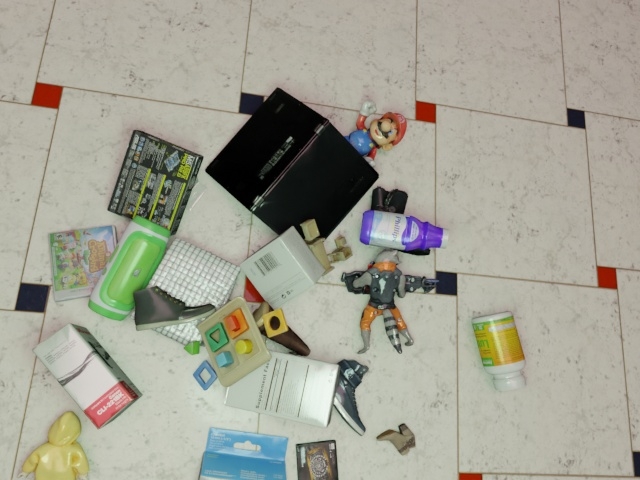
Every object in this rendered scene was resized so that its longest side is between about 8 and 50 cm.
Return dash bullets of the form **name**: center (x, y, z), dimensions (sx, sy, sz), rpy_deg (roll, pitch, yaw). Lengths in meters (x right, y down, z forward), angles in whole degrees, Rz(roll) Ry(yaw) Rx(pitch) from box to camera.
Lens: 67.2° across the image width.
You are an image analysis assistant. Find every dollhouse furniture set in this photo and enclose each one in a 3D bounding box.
- **dollhouse furniture set**: center (0.000, 0.000, 1.590), dimensions (0.161, 0.101, 0.181), rpy_deg (-32, 111, -39)

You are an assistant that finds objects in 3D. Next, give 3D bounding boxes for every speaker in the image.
- **speaker**: center (-0.560, 0.080, 1.417), dimensions (0.131, 0.131, 0.296), rpy_deg (27, 84, -4)

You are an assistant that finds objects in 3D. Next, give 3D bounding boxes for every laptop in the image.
- **laptop**: center (-0.095, -0.229, 1.629), dimensions (0.408, 0.236, 0.382), rpy_deg (40, 88, 28)

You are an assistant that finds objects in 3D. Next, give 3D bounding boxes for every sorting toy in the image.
- **sorting toy**: center (-0.245, 0.276, 1.315), dimensions (0.348, 0.047, 0.196), rpy_deg (-36, 72, 18)

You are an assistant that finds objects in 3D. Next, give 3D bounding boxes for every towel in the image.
- **towel**: center (-0.403, 0.164, 1.472), dimensions (0.235, 0.121, 0.283), rpy_deg (27, 76, -11)

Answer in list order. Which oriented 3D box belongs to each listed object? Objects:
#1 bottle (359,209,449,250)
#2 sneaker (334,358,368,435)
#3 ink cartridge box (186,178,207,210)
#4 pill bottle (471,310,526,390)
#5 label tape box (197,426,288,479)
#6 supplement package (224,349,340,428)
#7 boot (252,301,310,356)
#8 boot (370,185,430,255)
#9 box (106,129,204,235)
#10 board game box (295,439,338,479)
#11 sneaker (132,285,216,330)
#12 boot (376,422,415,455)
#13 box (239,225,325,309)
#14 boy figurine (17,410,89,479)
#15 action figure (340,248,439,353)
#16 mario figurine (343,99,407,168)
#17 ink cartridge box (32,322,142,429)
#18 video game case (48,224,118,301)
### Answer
- **bottle**: center (0.272, -0.025, 1.575), dimensions (0.283, 0.092, 0.118), rpy_deg (9, 83, 4)
- **sneaker**: center (0.111, 0.481, 1.517), dimensions (0.163, 0.086, 0.226), rpy_deg (-35, 85, -14)
- **ink cartridge box**: center (-0.473, -0.192, 1.571), dimensions (0.181, 0.061, 0.104), rpy_deg (34, 74, -3)
- **pill bottle**: center (0.606, 0.370, 1.619), dimensions (0.136, 0.136, 0.245), rpy_deg (-9, 78, -14)
- **label tape box**: center (-0.232, 0.737, 1.372), dimensions (0.249, 0.115, 0.347), rpy_deg (12, 76, -9)
- **supplement package**: center (-0.102, 0.422, 1.406), dimensions (0.293, 0.177, 0.175), rpy_deg (10, 75, 8)
- **boot**: center (-0.111, 0.273, 1.437), dimensions (0.207, 0.248, 0.090), rpy_deg (35, 79, -4)
- **boot**: center (0.283, -0.070, 1.680), dimensions (0.247, 0.094, 0.207), rpy_deg (15, 78, -1)
- **box**: center (-0.513, -0.177, 1.496), dimensions (0.216, 0.060, 0.270), rpy_deg (22, 99, -1)
- **board game box**: center (-0.008, 0.713, 1.468), dimensions (0.126, 0.026, 0.186), rpy_deg (-1, 77, -12)
- **sneaker**: center (-0.413, 0.178, 1.360), dimensions (0.222, 0.083, 0.118), rpy_deg (-9, 85, -16)
- **boot**: center (0.245, 0.641, 1.532), dimensions (0.119, 0.042, 0.087), rpy_deg (-21, 90, -9)
- **box**: center (-0.116, 0.085, 1.492), dimensions (0.181, 0.119, 0.182), rpy_deg (-33, 96, 26)
- **boy figurine**: center (-0.722, 0.615, 1.312), dimensions (0.177, 0.092, 0.285), rpy_deg (3, 75, -11)
- **action figure**: center (0.251, 0.188, 1.575), dimensions (0.342, 0.178, 0.330), rpy_deg (-4, 88, -9)
- **mario figurine**: center (0.160, -0.364, 1.680), dimensions (0.321, 0.170, 0.198), rpy_deg (-27, 124, -9)
- **ink cartridge box**: center (-0.635, 0.369, 1.332), dimensions (0.114, 0.197, 0.273), rpy_deg (-41, 88, -19)
- **video game case**: center (-0.720, 0.068, 1.478), dimensions (0.193, 0.023, 0.212), rpy_deg (-9, 78, -14)
